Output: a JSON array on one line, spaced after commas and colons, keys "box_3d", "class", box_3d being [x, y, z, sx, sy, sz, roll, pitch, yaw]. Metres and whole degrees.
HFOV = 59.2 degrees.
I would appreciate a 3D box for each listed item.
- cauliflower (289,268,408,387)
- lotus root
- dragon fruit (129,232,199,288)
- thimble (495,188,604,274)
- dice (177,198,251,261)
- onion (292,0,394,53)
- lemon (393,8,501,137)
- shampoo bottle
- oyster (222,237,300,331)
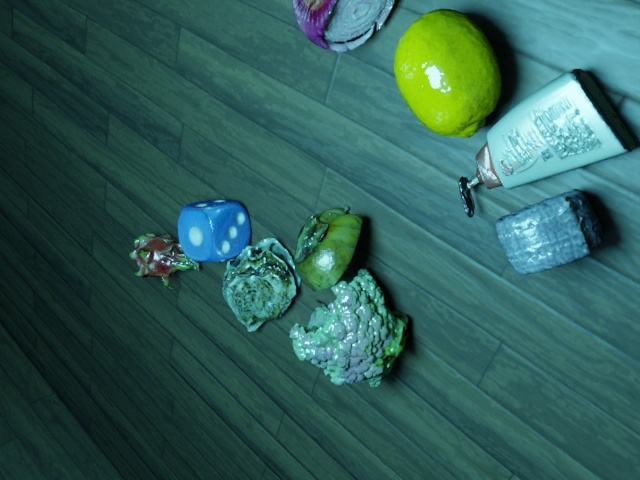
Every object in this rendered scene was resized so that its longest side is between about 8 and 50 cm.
[{"box_3d": [0.050, 0.197, 1.233, 0.256, 0.239, 0.315, 51, 160, -27], "class": "cauliflower"}, {"box_3d": [-0.001, 0.004, 1.193, 0.078, 0.204, 0.183, 32, 145, -28], "class": "lotus root"}, {"box_3d": [-0.456, 0.061, 1.666, 0.235, 0.135, 0.137, 22, 114, 15], "class": "dragon fruit"}, {"box_3d": [0.360, -0.014, 0.893, 0.150, 0.150, 0.098, -24, 88, 44], "class": "thimble"}, {"box_3d": [-0.274, -0.029, 1.453, 0.143, 0.146, 0.147, 7, 109, 38], "class": "dice"}, {"box_3d": [0.032, -0.464, 1.018, 0.200, 0.200, 0.207, 42, 160, 23], "class": "onion"}, {"box_3d": [0.210, -0.270, 0.926, 0.170, 0.170, 0.207, -32, 85, 43], "class": "lemon"}, {"box_3d": [0.337, -0.141, 0.924, 0.284, 0.071, 0.153, -35, 84, 45], "class": "shampoo bottle"}, {"box_3d": [-0.157, 0.115, 1.440, 0.198, 0.112, 0.267, 45, 124, -7], "class": "oyster"}]
